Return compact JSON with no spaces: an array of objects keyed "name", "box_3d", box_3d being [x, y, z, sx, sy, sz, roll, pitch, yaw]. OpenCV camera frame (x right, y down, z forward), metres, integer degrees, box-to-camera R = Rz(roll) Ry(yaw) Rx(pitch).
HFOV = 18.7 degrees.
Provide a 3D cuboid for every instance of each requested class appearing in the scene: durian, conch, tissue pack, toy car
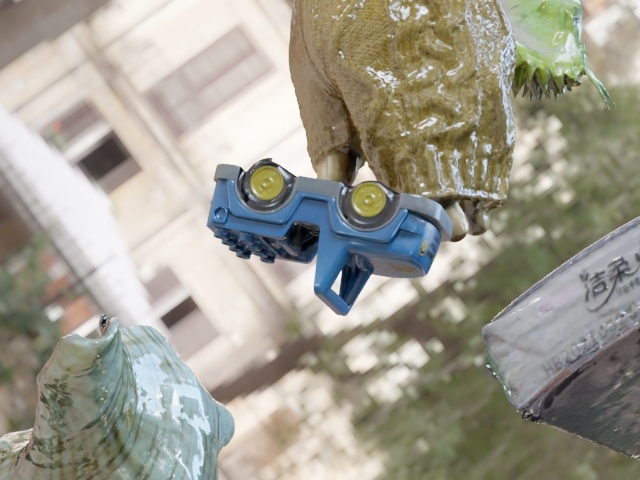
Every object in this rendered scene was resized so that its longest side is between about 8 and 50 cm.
[{"name":"durian","box_3d":[0.189,-0.268,1.887,0.157,0.169,0.356,60,27,-43]},{"name":"conch","box_3d":[-0.131,0.163,1.248,0.169,0.203,0.386,42,-34,-1]},{"name":"tissue pack","box_3d":[0.377,0.100,2.010,0.394,0.288,0.124,26,33,-54]},{"name":"toy car","box_3d":[0.000,0.000,1.511,0.191,0.100,0.097,9,-12,17]}]

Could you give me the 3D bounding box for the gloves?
[{"name":"gloves","box_3d":[0.065,-0.162,1.681,0.155,0.203,0.356,66,7,-76]}]
